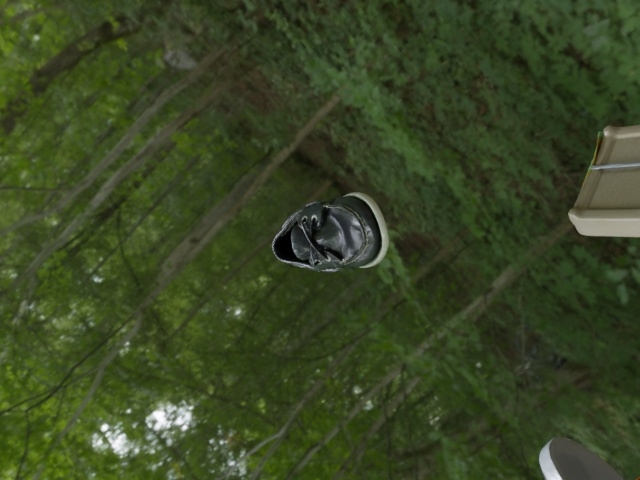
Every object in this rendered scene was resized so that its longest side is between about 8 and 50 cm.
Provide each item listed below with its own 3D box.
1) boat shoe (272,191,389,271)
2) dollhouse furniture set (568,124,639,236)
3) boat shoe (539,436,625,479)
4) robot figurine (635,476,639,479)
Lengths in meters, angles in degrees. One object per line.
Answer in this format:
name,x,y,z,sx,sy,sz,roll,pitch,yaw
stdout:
boat shoe,-0.001,-0.004,1.043,0.340,0.113,0.127,5,112,68
dollhouse furniture set,0.563,-0.067,0.940,0.151,0.302,0.197,39,-109,-29
boat shoe,0.365,0.388,0.752,0.113,0.105,0.306,-19,-120,-48
robot figurine,0.268,0.264,0.503,0.085,0.291,0.211,40,150,51
